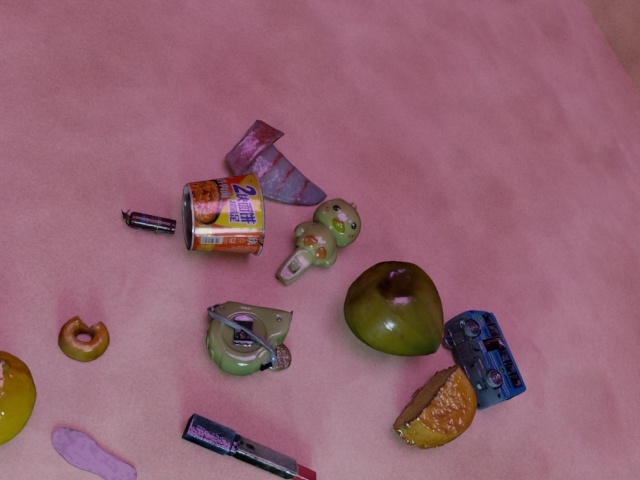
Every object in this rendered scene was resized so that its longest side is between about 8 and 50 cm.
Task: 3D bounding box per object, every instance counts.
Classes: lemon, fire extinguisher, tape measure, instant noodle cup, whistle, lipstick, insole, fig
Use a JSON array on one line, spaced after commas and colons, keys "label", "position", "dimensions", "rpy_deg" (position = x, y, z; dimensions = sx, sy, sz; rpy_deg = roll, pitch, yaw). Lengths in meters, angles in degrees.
[{"label": "lemon", "position": [-0.633, 0.299, 1.444], "dimensions": [0.178, 0.203, 0.178], "rpy_deg": [24, 29, -15]}, {"label": "fire extinguisher", "position": [-0.418, -0.044, 1.844], "dimensions": [0.132, 0.039, 0.056], "rpy_deg": [11, 49, -19]}, {"label": "tape measure", "position": [-0.174, 0.221, 1.755], "dimensions": [0.199, 0.106, 0.175], "rpy_deg": [14, 56, -7]}, {"label": "instant noodle cup", "position": [-0.240, -0.061, 1.846], "dimensions": [0.174, 0.213, 0.213], "rpy_deg": [-3, 63, -18]}, {"label": "whistle", "position": [0.006, -0.004, 1.962], "dimensions": [0.141, 0.141, 0.294], "rpy_deg": [40, 54, 1]}, {"label": "lipstick", "position": [-0.149, 0.465, 1.667], "dimensions": [0.312, 0.051, 0.051], "rpy_deg": [26, 53, -12]}, {"label": "insole", "position": [-0.462, 0.445, 1.555], "dimensions": [0.193, 0.006, 0.065], "rpy_deg": [32, 53, -5]}, {"label": "fig", "position": [0.194, 0.184, 1.888], "dimensions": [0.271, 0.239, 0.239], "rpy_deg": [50, 52, -11]}]

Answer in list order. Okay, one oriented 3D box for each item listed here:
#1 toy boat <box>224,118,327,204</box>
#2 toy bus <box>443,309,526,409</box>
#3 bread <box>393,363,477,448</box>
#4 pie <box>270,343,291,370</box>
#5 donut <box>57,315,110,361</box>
[{"label": "toy boat", "position": [-0.111, -0.178, 2.055], "dimensions": [0.282, 0.096, 0.206], "rpy_deg": [42, 59, -13]}, {"label": "toy bus", "position": [0.428, 0.306, 1.992], "dimensions": [0.134, 0.113, 0.246], "rpy_deg": [-7, 67, -33]}, {"label": "bread", "position": [0.292, 0.416, 1.844], "dimensions": [0.139, 0.143, 0.229], "rpy_deg": [45, 55, 6]}, {"label": "pie", "position": [-0.107, 0.274, 1.816], "dimensions": [0.085, 0.017, 0.085], "rpy_deg": [12, 57, -19]}, {"label": "donut", "position": [-0.511, 0.211, 1.649], "dimensions": [0.108, 0.043, 0.097], "rpy_deg": [11, 57, -14]}]
